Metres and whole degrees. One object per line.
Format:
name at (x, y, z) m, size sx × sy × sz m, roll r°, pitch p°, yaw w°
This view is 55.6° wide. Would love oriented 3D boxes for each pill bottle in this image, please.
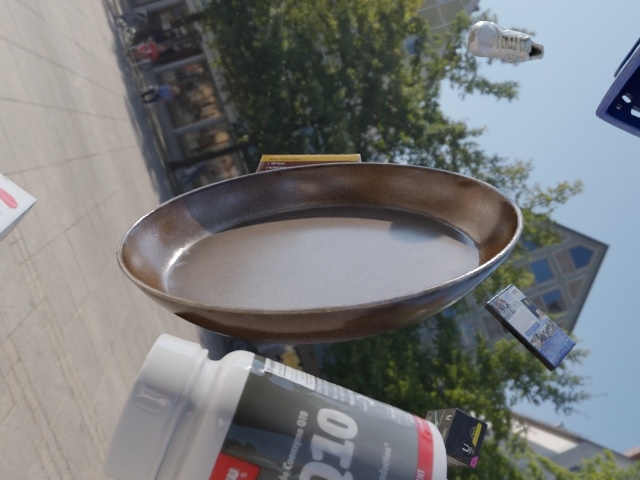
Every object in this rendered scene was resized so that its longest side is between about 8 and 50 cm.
pill bottle at (-0.042, 0.201, 0.571) m, size 0.161 × 0.283 × 0.161 m, roll -159°, pitch -90°, yaw -86°

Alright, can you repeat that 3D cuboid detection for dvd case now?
dvd case at (0.608, 0.246, 1.760) m, size 0.253 × 0.180 × 0.022 m, roll 46°, pitch -50°, yaw 19°

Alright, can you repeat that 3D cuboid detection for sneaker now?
sneaker at (0.289, -0.307, 0.940) m, size 0.061 × 0.152 × 0.054 m, roll 23°, pitch -69°, yaw 50°

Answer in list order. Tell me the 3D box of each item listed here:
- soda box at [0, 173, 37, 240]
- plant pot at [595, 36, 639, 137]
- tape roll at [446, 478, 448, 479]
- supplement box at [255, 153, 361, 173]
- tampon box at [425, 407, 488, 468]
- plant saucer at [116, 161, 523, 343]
soda box at (-0.455, -0.024, 0.803) m, size 0.074 × 0.069 × 0.216 m, roll 39°, pitch 9°, yaw -19°
plant pot at (0.774, -0.357, 1.310) m, size 0.235 × 0.212 × 0.236 m, roll 28°, pitch -39°, yaw 8°
tape roll at (0.092, 0.379, 0.818) m, size 0.189 × 0.188 × 0.080 m, roll -151°, pitch -122°, yaw -79°
supplement box at (-0.027, -0.045, 1.090) m, size 0.129 × 0.191 × 0.194 m, roll 76°, pitch 21°, yaw -45°
tampon box at (0.342, 0.521, 1.597) m, size 0.101 × 0.121 × 0.161 m, roll 29°, pitch -24°, yaw -7°
plant saucer at (0.000, 0.000, 0.490) m, size 0.310 × 0.310 × 0.050 m, roll -125°, pitch -153°, yaw -64°
